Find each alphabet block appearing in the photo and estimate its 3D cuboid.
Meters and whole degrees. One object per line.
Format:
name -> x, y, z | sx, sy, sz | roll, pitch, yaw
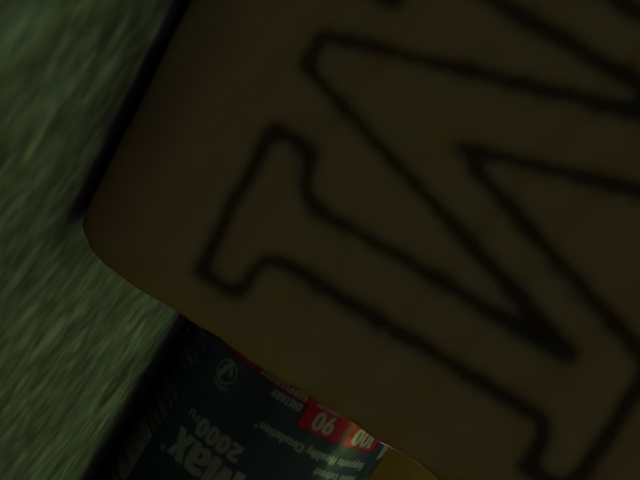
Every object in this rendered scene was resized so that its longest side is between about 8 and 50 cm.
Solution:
alphabet block -> 0.083, -0.052, 0.396 | 0.197, 0.193, 0.192 | -60, 173, 22

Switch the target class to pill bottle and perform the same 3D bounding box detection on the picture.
pill bottle -> -0.041, 0.112, 0.651 | 0.180, 0.108, 0.108 | -59, 174, 12

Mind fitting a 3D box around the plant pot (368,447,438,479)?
plant pot -> 0.118, 0.135, 0.990 | 0.254, 0.239, 0.254 | 179, -90, -86
